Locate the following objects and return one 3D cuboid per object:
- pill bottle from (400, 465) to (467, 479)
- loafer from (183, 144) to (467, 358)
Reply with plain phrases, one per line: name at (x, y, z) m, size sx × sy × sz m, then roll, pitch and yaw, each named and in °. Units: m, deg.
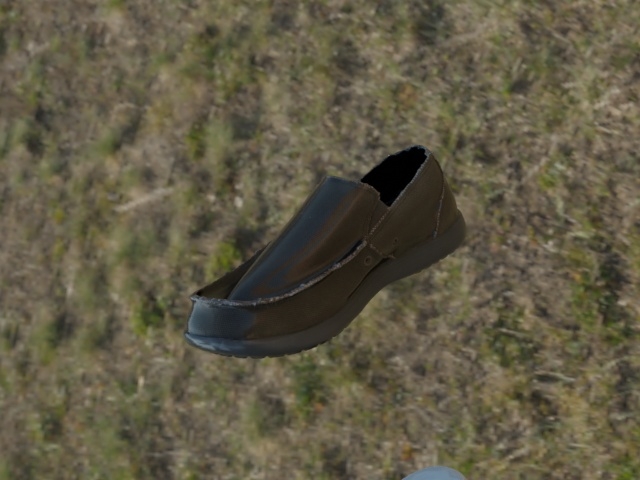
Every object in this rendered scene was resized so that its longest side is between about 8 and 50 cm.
pill bottle at (0.165, 0.379, 1.349) m, size 0.119 × 0.208 × 0.119 m, roll -24°, pitch 28°, yaw 14°
loafer at (0.000, 0.000, 1.123) m, size 0.134 × 0.366 × 0.130 m, roll 5°, pitch 116°, yaw 41°
